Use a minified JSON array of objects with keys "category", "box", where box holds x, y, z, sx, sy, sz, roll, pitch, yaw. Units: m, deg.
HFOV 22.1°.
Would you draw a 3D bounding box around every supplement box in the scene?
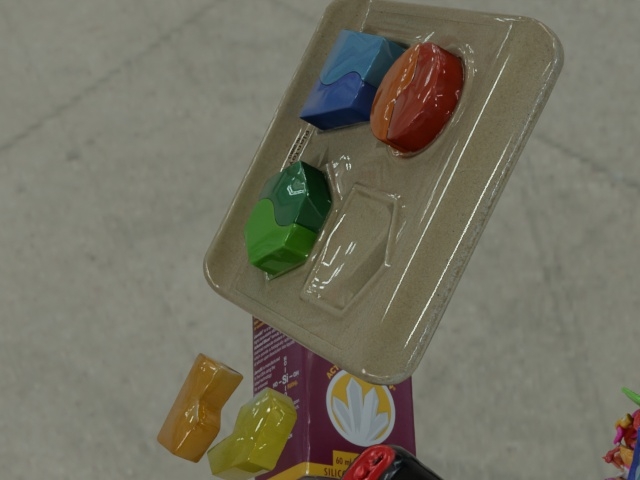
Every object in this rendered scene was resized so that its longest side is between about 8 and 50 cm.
[{"category":"supplement box","box":[0.009,0.110,1.286,0.104,0.081,0.188,12,63,-29]}]

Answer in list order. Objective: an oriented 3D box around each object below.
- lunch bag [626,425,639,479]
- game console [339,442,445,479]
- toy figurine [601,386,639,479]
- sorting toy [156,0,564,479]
[{"category":"lunch bag","box":[0.346,0.206,1.369,0.129,0.096,0.151,25,20,40]},{"category":"game console","box":[0.061,0.365,1.161,0.060,0.386,0.342,15,70,48]},{"category":"toy figurine","box":[0.363,0.267,1.896,0.159,0.130,0.173,-59,20,2]},{"category":"sorting toy","box":[0.000,0.000,0.943,0.229,0.041,0.307,24,88,59]}]
